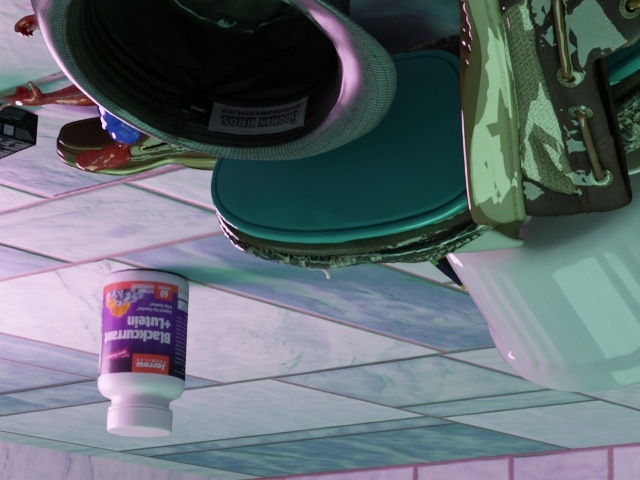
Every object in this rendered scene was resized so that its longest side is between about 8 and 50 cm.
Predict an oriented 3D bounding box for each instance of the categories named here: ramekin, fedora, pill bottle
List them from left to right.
[{"bbox_3d":[-0.219,0.141,2.221,0.108,0.193,0.108,1,165,0],"label":"pill bottle"},{"bbox_3d":[-0.059,-0.163,1.169,0.244,0.124,0.275,15,156,1],"label":"fedora"},{"bbox_3d":[0.223,-0.029,1.404,0.277,0.277,0.135,-12,130,40],"label":"ramekin"}]

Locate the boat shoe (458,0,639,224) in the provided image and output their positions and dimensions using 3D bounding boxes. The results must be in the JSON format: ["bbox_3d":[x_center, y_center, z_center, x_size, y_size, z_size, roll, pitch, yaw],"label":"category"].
[{"bbox_3d":[0.142,-0.151,1.020,0.123,0.123,0.342,3,127,9],"label":"boat shoe"}]

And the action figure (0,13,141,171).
[{"bbox_3d":[-0.197,-0.127,1.420,0.139,0.091,0.280,-4,167,-16],"label":"action figure"}]

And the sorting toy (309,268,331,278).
[{"bbox_3d":[0.000,0.000,1.904,0.045,0.075,0.083,-6,164,25],"label":"sorting toy"}]

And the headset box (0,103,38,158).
[{"bbox_3d":[-0.308,-0.099,1.652,0.062,0.032,0.083,15,161,-39],"label":"headset box"}]

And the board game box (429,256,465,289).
[{"bbox_3d":[0.195,-0.015,1.799,0.170,0.048,0.141,-21,160,14],"label":"board game box"}]

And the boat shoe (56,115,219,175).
[{"bbox_3d":[-0.150,-0.100,1.602,0.178,0.064,0.060,-2,134,6],"label":"boat shoe"}]

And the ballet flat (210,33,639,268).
[{"bbox_3d":[0.150,-0.079,1.240,0.483,0.164,0.182,-26,145,33],"label":"ballet flat"}]
